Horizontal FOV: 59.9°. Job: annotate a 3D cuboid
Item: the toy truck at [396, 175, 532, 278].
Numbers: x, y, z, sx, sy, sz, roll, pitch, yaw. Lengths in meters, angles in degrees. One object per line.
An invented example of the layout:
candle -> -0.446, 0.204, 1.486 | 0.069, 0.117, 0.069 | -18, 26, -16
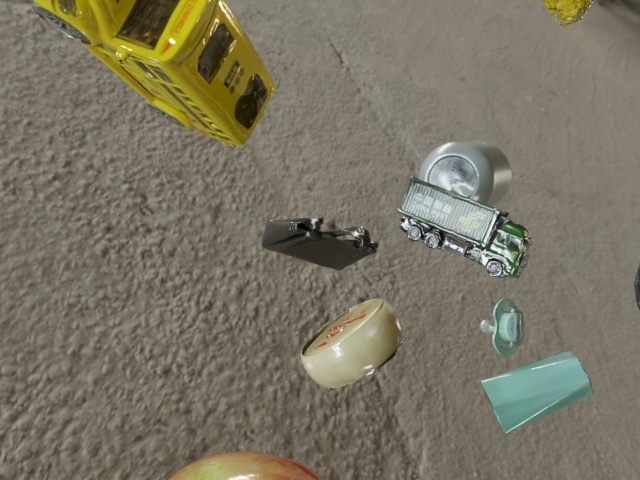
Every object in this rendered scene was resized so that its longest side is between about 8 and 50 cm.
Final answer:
toy truck -> 0.278, -0.022, 1.075 | 0.259, 0.121, 0.088 | 26, 10, 28

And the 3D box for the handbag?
handbag -> 0.000, -0.001, 1.611 | 0.285, 0.257, 0.114 | 18, 76, -24

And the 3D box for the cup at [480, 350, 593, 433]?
cup -> 0.529, 0.364, 1.362 | 0.134, 0.235, 0.148 | 66, 10, 22

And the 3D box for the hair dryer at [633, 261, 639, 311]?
hair dryer -> 0.711, 0.087, 1.149 | 0.219, 0.075, 0.196 | 28, 67, -43

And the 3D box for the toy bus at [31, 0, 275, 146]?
toy bus -> -0.173, -0.237, 0.664 | 0.152, 0.144, 0.330 | 27, -5, 17

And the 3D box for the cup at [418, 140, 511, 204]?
cup -> 0.392, -0.171, 1.507 | 0.205, 0.205, 0.312 | 48, 24, 13

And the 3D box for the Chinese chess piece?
Chinese chess piece -> 0.074, 0.236, 1.284 | 0.103, 0.249, 0.249 | 57, 40, -5

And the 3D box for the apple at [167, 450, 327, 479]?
apple -> -0.084, 0.438, 0.668 | 0.276, 0.348, 0.349 | 17, 44, -22

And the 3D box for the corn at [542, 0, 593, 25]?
corn -> 0.364, -0.465, 0.849 | 0.097, 0.097, 0.262 | -39, 118, -50

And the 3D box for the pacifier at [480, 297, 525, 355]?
pacifier -> 0.485, 0.231, 1.488 | 0.126, 0.116, 0.151 | 1, 84, -32
